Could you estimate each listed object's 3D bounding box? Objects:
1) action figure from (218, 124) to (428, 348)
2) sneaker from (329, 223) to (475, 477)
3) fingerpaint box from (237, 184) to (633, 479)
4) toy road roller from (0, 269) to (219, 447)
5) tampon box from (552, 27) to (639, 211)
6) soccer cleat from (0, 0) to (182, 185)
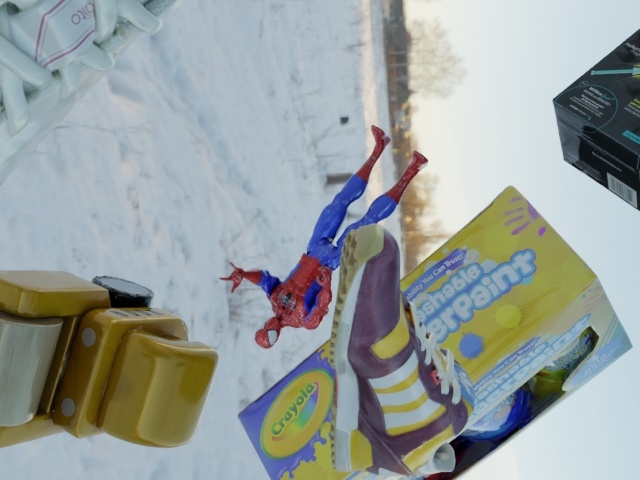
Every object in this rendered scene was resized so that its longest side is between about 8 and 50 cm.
[{"bbox_3d":[0.000,0.000,0.810,0.280,0.091,0.139,-57,160,3],"label":"action figure"},{"bbox_3d":[0.049,0.067,0.426,0.069,0.084,0.185,-80,172,-48],"label":"sneaker"},{"bbox_3d":[0.177,0.188,1.002,0.163,0.445,0.371,55,10,33],"label":"fingerpaint box"},{"bbox_3d":[-0.287,0.168,0.971,0.329,0.240,0.202,8,100,-65],"label":"toy road roller"},{"bbox_3d":[0.348,-0.135,0.775,0.120,0.161,0.101,48,-5,39],"label":"tampon box"},{"bbox_3d":[-0.132,-0.098,0.303,0.331,0.143,0.116,-66,152,-13],"label":"soccer cleat"}]
